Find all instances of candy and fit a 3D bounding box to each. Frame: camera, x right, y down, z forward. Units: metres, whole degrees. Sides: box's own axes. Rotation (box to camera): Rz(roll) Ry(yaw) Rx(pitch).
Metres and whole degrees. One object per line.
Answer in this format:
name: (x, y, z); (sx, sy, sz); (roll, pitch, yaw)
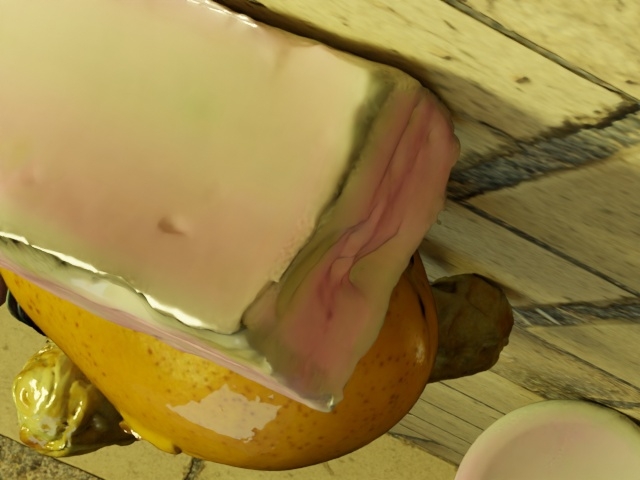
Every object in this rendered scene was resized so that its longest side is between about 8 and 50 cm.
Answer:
candy: (-0.080, -0.038, 0.832); (0.265, 0.155, 0.116); (20, 166, 32)

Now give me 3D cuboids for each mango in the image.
mango: (-0.068, 0.010, 0.986); (0.290, 0.191, 0.160); (19, -154, 23)

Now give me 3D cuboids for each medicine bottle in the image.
medicine bottle: (0.237, 0.275, 1.673); (0.212, 0.212, 0.325); (24, 172, 11)

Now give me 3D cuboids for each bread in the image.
bread: (-0.028, 0.080, 1.141); (0.367, 0.084, 0.077); (-9, -147, -30)

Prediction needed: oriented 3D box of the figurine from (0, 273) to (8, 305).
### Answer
figurine: (-0.427, -0.047, 1.682); (0.261, 0.269, 0.211); (52, -158, -29)

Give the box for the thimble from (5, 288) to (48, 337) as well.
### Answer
thimble: (-0.102, 0.025, 1.275); (0.237, 0.150, 0.237); (19, 180, 0)
